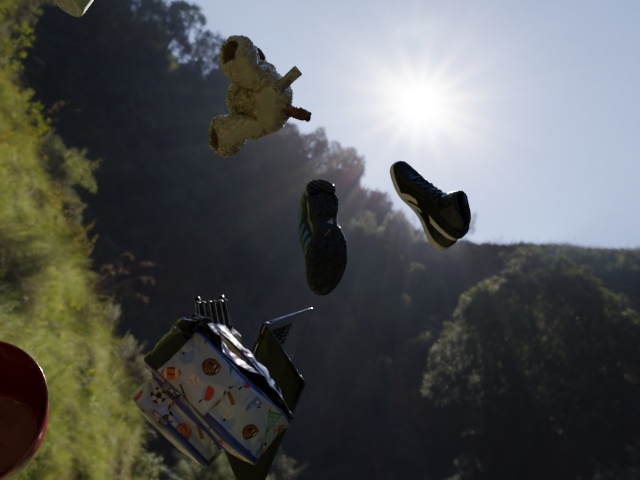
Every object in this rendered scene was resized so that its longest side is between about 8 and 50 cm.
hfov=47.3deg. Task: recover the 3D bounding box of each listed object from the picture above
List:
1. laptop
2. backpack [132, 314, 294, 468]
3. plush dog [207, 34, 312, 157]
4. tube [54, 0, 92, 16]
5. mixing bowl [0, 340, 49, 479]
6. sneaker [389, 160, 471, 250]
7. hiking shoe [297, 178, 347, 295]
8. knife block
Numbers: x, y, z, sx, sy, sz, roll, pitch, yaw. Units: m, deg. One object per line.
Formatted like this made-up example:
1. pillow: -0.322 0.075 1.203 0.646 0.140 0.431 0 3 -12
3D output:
1. laptop: -0.100 0.429 1.957 0.236 0.382 0.408 29 18 23
2. backpack: -0.183 0.270 1.257 0.263 0.213 0.276 37 -9 -1
3. plush dog: -0.139 -0.321 1.623 0.210 0.263 0.225 6 21 -16
4. tube: -0.414 -0.530 1.369 0.062 0.240 0.070 20 -21 16
5. mixing bowl: -0.400 0.220 0.872 0.181 0.181 0.098 22 -28 14
6. sneaker: 0.241 -0.097 1.524 0.217 0.079 0.121 58 -40 8
7. hiking shoe: 0.000 0.000 1.886 0.113 0.304 0.132 6 -19 -16
8. knife block: -0.256 0.275 1.762 0.088 0.276 0.242 -3 4 -18
